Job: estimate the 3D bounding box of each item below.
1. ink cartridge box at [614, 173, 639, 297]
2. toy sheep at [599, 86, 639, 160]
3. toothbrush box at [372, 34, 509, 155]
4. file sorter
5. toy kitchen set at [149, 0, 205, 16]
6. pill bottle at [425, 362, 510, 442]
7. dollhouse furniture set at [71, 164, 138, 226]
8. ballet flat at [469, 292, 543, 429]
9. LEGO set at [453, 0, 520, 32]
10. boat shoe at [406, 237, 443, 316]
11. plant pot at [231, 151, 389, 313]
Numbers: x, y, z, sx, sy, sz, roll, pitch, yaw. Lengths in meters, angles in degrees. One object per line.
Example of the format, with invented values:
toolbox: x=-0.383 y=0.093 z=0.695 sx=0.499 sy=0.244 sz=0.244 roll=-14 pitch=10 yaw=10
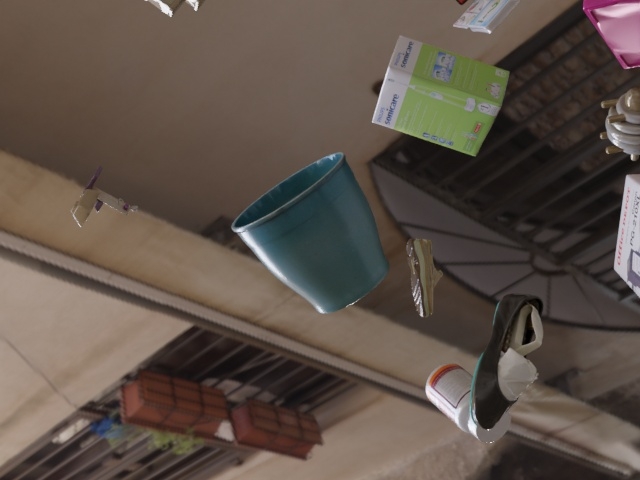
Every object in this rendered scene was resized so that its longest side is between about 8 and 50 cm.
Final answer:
ink cartridge box: x=0.537 y=0.009 z=1.226 sx=0.237 sy=0.100 sz=0.172 roll=-88 pitch=-1 yaw=-71
toy sheep: x=0.447 y=-0.164 z=1.154 sx=0.132 sy=0.091 sz=0.091 roll=70 pitch=-168 yaw=-51
toothbrush box: x=0.293 y=-0.354 z=2.007 sx=0.283 sy=0.206 sz=0.122 roll=17 pitch=-123 yaw=2
file sorter: x=0.556 y=-0.396 z=1.165 sx=0.202 sy=0.290 sz=0.182 roll=24 pitch=-112 yaw=-50
toy kitchen set: x=-0.155 y=-0.252 z=0.796 sx=0.068 sy=0.083 sz=0.075 roll=35 pitch=-110 yaw=-5
pill bottle: x=0.367 y=0.404 z=2.022 sx=0.121 sy=0.121 sz=0.221 roll=31 pitch=-176 yaw=-32
dollhouse furniture set: x=-0.322 y=-0.033 z=1.195 sx=0.081 sy=0.091 sz=0.114 roll=32 pitch=-154 yaw=-18
ballet flat: x=0.337 y=0.201 z=1.437 sx=0.095 sy=0.096 sz=0.280 roll=43 pitch=-129 yaw=-27
LEGO set: x=0.225 y=-0.346 z=1.007 sx=0.060 sy=0.182 sz=0.244 roll=40 pitch=-170 yaw=-15
boat shoe: x=0.251 y=0.083 z=1.883 sx=0.072 sy=0.068 sz=0.190 roll=-2 pitch=-106 yaw=-12
plant pot: x=0.000 y=0.000 z=1.662 sx=0.255 sy=0.271 sz=0.272 roll=56 pitch=-149 yaw=-14
